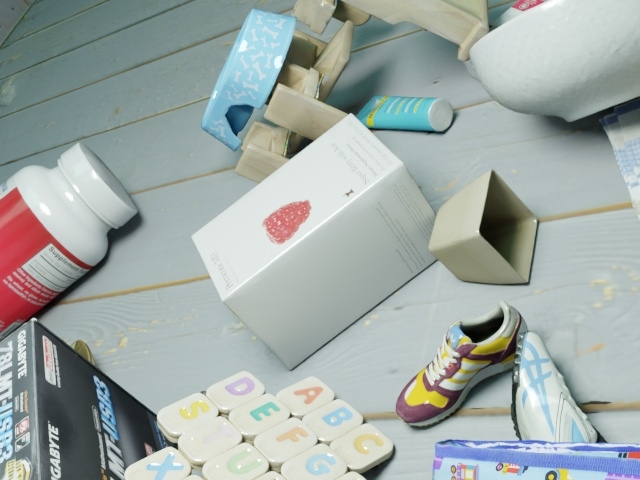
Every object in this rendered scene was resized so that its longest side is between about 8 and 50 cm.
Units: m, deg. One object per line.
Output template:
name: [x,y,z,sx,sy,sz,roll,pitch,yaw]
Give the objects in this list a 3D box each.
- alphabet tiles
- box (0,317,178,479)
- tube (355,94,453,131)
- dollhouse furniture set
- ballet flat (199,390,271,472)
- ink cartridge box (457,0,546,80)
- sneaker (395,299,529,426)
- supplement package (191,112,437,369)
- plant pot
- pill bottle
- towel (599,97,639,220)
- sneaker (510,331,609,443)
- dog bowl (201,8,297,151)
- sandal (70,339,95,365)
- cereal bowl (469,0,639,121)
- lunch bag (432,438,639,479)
alphabet tiles: [-0.068,0.250,0.937,0.278,0.021,0.284,-20,34,-31]
box: [-0.259,0.275,0.969,0.073,0.293,0.295,-35,37,3]
tube: [0.133,-0.214,1.368,0.080,0.052,0.207,-47,31,-20]
dollhouse furniture set: [0.067,-0.305,1.369,0.394,0.256,0.362,125,162,-44]
ballet flat: [-0.126,0.269,1.055,0.074,0.074,0.203,-44,40,-7]
ink cartridge box: [0.313,-0.312,1.302,0.150,0.063,0.109,-39,37,0]
sneaker: [0.155,0.138,0.946,0.185,0.084,0.069,-37,37,1]
supplement package: [0.000,0.000,1.141,0.293,0.175,0.177,-38,38,1]
plant pot: [0.203,-0.007,1.048,0.096,0.109,0.109,-19,39,42]
pill bottle: [-0.561,0.006,1.551,0.407,0.229,0.229,-39,37,-1]
towel: [0.470,-0.101,0.979,0.209,0.034,0.285,-21,41,21]
sneaker: [0.244,0.192,0.831,0.086,0.085,0.237,-6,42,4]
dog bowl: [-0.127,-0.269,1.360,0.297,0.074,0.166,134,154,-60]
sandal: [-0.370,0.235,1.312,0.072,0.049,0.180,-46,52,-1]
cereal bowl: [0.374,-0.247,1.054,0.339,0.141,0.339,-21,2,1]
lunch bag: [0.193,0.283,0.678,0.293,0.138,0.221,-10,77,43]
